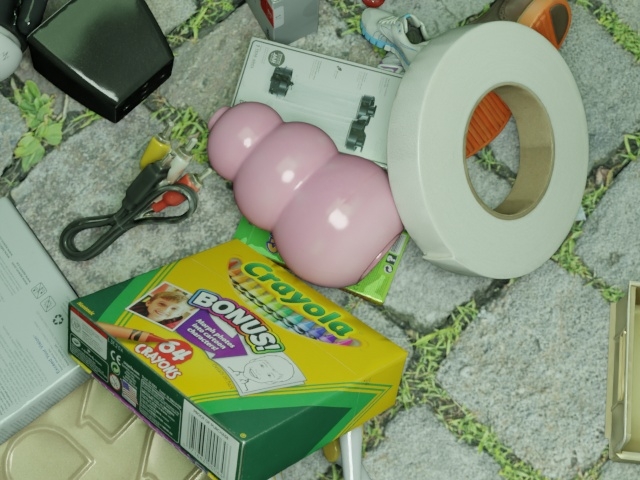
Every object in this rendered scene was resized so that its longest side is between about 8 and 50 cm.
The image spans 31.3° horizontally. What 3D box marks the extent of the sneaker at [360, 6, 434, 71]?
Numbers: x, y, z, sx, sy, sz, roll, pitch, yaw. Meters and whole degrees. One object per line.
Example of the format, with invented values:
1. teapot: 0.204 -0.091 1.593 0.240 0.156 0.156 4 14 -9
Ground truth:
1. sneaker: 0.134 -0.345 1.875 0.071 0.083 0.191 -29 51 -22

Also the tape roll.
1. tape roll: 0.261 -0.134 1.731 0.392 0.072 0.391 -2 94 -40

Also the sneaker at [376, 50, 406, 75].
1. sneaker: 0.147 -0.288 1.907 0.098 0.038 0.069 25 76 5

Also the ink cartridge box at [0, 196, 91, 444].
1. ink cartridge box: -0.524 0.146 1.723 0.330 0.071 0.324 -36 66 -7

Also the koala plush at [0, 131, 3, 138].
1. koala plush: -0.616 -0.129 1.775 0.196 0.203 0.221 19 44 29

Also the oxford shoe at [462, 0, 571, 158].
1. oxford shoe: 0.255 -0.265 1.882 0.363 0.130 0.133 -49 50 -7

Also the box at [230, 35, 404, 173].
1. box: 0.006 -0.207 1.856 0.290 0.087 0.169 14 75 3

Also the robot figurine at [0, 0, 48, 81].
1. robot figurine: -0.540 -0.387 1.849 0.174 0.209 0.278 18 73 -19

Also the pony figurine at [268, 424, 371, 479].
1. pony figurine: -0.003 0.434 1.585 0.351 0.303 0.363 -18 82 -35

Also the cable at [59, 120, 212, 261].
1. cable: -0.279 -0.045 1.769 0.287 0.072 0.139 -43 79 26

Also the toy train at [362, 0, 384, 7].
1. toy train: 0.103 -0.478 1.934 0.248 0.105 0.143 8 61 1

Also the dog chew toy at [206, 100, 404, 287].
1. dog chew toy: -0.036 -0.082 1.722 0.332 0.206 0.206 40 77 8

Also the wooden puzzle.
1. wooden puzzle: -0.313 0.328 1.709 0.348 0.080 0.322 40 77 14

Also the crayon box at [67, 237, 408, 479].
1. crayon box: -0.118 0.157 1.597 0.363 0.106 0.313 32 39 33

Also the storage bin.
1. storage bin: 0.577 0.214 1.738 0.262 0.123 0.260 6 74 0

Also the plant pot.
1. plant pot: -0.338 -0.297 1.833 0.187 0.188 0.167 -43 93 -12

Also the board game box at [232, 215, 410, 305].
1. board game box: 0.000 0.000 1.826 0.260 0.039 0.124 22 75 2

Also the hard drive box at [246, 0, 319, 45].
1. hard drive box: -0.092 -0.458 1.874 0.089 0.181 0.232 -28 76 -8
